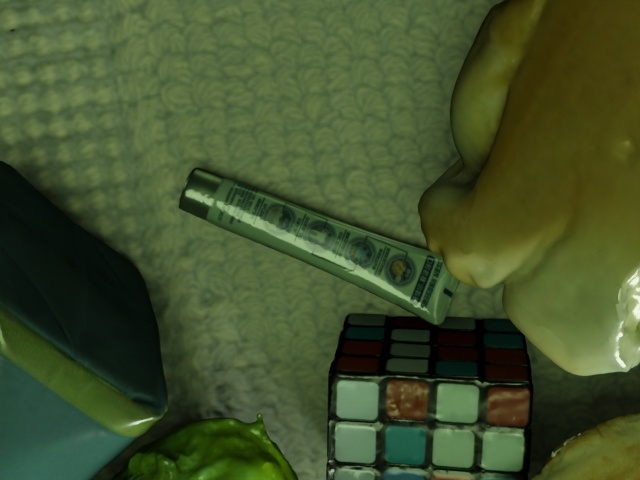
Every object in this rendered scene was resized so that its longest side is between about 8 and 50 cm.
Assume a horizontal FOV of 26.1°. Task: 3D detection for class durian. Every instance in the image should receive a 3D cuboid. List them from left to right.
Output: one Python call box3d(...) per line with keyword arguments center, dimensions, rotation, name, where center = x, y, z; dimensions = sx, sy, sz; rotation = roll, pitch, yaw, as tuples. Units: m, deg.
box3d(center=(-0.129, 0.284, 1.125), dimensions=(0.339, 0.256, 0.204), rotation=(-43, 69, 8), name="durian")

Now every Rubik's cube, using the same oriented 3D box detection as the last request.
box3d(center=(0.087, 0.154, 1.110), dimensions=(0.155, 0.151, 0.154), rotation=(3, 105, 4), name="Rubik's cube")

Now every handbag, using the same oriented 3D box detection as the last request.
box3d(center=(-0.267, 0.105, 1.073), dimensions=(0.241, 0.263, 0.222), rotation=(-43, 123, 12), name="handbag")

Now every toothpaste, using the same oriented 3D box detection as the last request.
box3d(center=(0.000, 0.000, 1.131), dimensions=(0.239, 0.039, 0.062), rotation=(21, 74, -1), name="toothpaste")

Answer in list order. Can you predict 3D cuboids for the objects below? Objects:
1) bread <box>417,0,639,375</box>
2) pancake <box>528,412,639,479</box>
box3d(center=(0.232, -0.113, 0.925), dimensions=(0.245, 0.329, 0.424), rotation=(28, 113, -2), name="bread")
box3d(center=(0.268, 0.285, 1.090), dimensions=(0.387, 0.082, 0.387), rotation=(-12, 127, -17), name="pancake")
